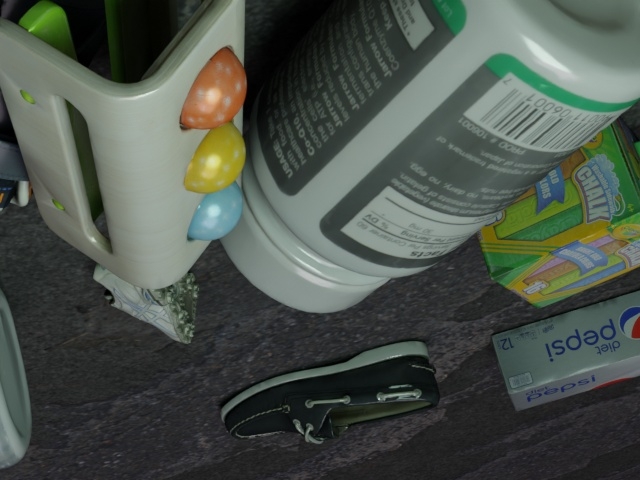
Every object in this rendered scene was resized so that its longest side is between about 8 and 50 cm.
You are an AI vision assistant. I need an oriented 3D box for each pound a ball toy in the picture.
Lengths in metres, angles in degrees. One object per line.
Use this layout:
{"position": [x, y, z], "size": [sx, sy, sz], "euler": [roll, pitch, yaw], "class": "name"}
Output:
{"position": [-0.087, -0.118, 0.813], "size": [0.136, 0.208, 0.319], "euler": [31, 156, 9], "class": "pound a ball toy"}

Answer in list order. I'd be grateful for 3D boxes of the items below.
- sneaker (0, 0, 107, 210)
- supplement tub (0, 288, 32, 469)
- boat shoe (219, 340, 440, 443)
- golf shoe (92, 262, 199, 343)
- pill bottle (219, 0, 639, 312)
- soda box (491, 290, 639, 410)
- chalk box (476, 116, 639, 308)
{"position": [-0.229, -0.101, 0.883], "size": [0.126, 0.127, 0.321], "euler": [10, 143, -39], "class": "sneaker"}
{"position": [-0.451, 0.152, 1.193], "size": [0.316, 0.193, 0.193], "euler": [-12, 154, -5], "class": "supplement tub"}
{"position": [0.011, 0.222, 1.675], "size": [0.303, 0.091, 0.114], "euler": [-21, 153, 14], "class": "boat shoe"}
{"position": [-0.180, 0.056, 1.307], "size": [0.086, 0.069, 0.176], "euler": [2, 153, 12], "class": "golf shoe"}
{"position": [0.072, -0.099, 0.945], "size": [0.204, 0.204, 0.361], "euler": [5, 148, -35], "class": "pill bottle"}
{"position": [0.386, 0.143, 1.708], "size": [0.286, 0.091, 0.098], "euler": [-18, 154, 7], "class": "soda box"}
{"position": [0.268, -0.042, 1.238], "size": [0.213, 0.132, 0.132], "euler": [-27, 151, 22], "class": "chalk box"}
